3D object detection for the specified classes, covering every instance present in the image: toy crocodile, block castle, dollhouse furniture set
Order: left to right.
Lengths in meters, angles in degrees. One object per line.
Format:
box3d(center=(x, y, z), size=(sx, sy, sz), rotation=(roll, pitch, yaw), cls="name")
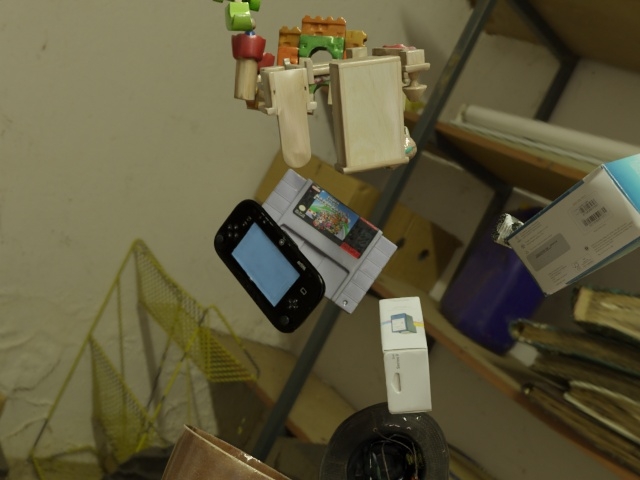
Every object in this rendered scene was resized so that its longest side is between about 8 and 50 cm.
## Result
box3d(center=(-0.171, -0.639, 1.524), size=(0.115, 0.340, 0.105), rotation=(11, -2, -13), cls="toy crocodile")
box3d(center=(0.007, -0.439, 1.722), size=(0.454, 0.212, 0.303), rotation=(5, 5, 3), cls="block castle")
box3d(center=(0.010, -0.240, 1.196), size=(0.304, 0.173, 0.355), rotation=(-11, 19, -16), cls="dollhouse furniture set")

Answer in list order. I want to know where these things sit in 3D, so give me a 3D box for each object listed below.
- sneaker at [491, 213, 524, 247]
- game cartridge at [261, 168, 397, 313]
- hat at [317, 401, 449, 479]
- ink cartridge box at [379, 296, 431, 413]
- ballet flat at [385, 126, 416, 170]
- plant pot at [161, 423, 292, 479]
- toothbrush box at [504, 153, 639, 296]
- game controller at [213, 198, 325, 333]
box3d(center=(0.495, -0.007, 1.663), size=(0.106, 0.078, 0.234), rotation=(27, 9, -2), cls="sneaker")
box3d(center=(0.000, 0.000, 1.747), size=(0.355, 0.230, 0.068), rotation=(36, -2, -6), cls="game cartridge")
box3d(center=(0.137, 0.538, 1.597), size=(0.332, 0.331, 0.134), rotation=(26, -15, -12), cls="hat")
box3d(center=(0.176, 0.235, 1.400), size=(0.093, 0.154, 0.212), rotation=(-5, 22, 7), cls="ink cartridge box")
box3d(center=(0.158, -0.256, 1.649), size=(0.107, 0.106, 0.316), rotation=(64, -1, -32), cls="ballet flat")
box3d(center=(-0.151, 0.405, 0.909), size=(0.216, 0.230, 0.215), rotation=(27, -16, 8), cls="plant pot")
box3d(center=(0.495, -0.039, 1.131), size=(0.296, 0.216, 0.126), rotation=(-15, 68, -40), cls="toothbrush box")
box3d(center=(-0.119, 0.054, 1.516), size=(0.319, 0.166, 0.067), rotation=(48, 30, 24), cls="game controller")
